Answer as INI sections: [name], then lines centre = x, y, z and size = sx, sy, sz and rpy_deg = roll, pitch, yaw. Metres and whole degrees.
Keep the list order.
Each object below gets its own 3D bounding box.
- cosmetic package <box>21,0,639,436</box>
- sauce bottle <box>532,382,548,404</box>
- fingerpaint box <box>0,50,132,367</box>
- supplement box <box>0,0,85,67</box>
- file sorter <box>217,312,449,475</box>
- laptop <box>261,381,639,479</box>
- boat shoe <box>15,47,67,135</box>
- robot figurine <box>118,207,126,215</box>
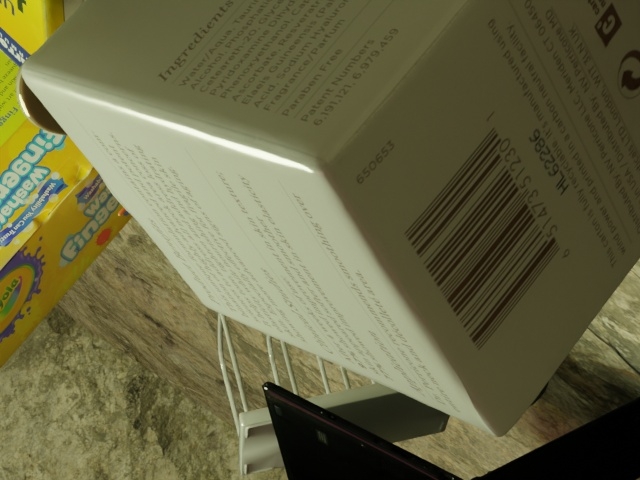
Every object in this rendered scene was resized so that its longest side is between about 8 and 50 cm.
[cosmetic package]
centre = 0.041, -0.107, 1.360
size = 0.394, 0.327, 0.329
rpy_deg = 21, 154, 45
[sauce bottle]
centre = 0.142, 0.070, 1.963
size = 0.344, 0.111, 0.111
rpy_deg = 44, 162, -19
[fingerpaint box]
centre = -0.439, -0.103, 2.165
size = 0.371, 0.445, 0.163
rpy_deg = 31, 162, 24
[supplement box]
centre = -0.240, -0.334, 1.482
size = 0.195, 0.194, 0.356
rpy_deg = 43, 155, 16
[file sorter]
centre = 0.016, 0.165, 2.109
size = 0.193, 0.278, 0.173
rpy_deg = 97, 160, -64
[laptop]
centre = 0.176, 0.238, 1.992
size = 0.408, 0.236, 0.382
rpy_deg = 26, 159, 15
[boat shoe]
centre = -0.158, -0.179, 1.503
size = 0.098, 0.302, 0.109
rpy_deg = 19, 130, 47
[robot figurine]
centre = -0.169, -0.123, 1.938
size = 0.128, 0.219, 0.158
rpy_deg = 22, -171, -7
